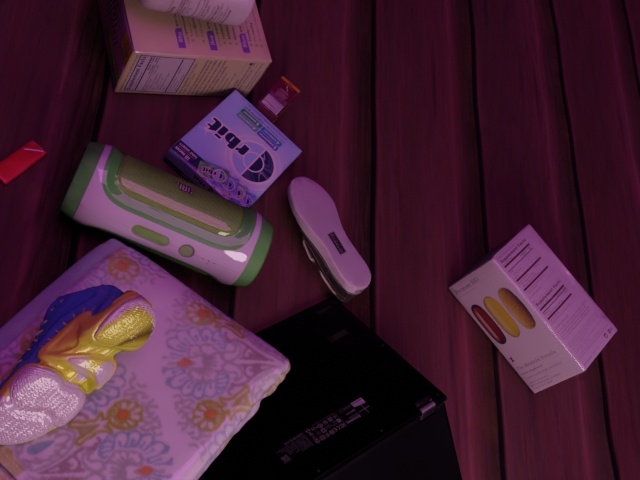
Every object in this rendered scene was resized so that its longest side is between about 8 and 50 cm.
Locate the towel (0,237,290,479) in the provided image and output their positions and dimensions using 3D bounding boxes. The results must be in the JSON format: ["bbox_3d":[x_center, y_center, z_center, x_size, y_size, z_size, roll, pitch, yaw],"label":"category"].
[{"bbox_3d":[-0.271,0.198,1.104,0.320,0.090,0.374,36,55,10],"label":"towel"}]

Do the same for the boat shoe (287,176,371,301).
[{"bbox_3d":[0.000,0.000,1.412,0.078,0.070,0.219,-18,73,-37],"label":"boat shoe"}]

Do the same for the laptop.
[{"bbox_3d":[-0.007,0.347,1.263,0.382,0.236,0.408,-23,50,-36],"label":"laptop"}]

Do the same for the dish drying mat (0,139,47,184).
[{"bbox_3d":[-0.443,-0.116,1.261,0.032,0.008,0.083,45,52,-3],"label":"dish drying mat"}]

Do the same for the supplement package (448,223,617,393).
[{"bbox_3d":[0.373,0.121,1.519,0.244,0.139,0.134,51,52,4],"label":"supplement package"}]

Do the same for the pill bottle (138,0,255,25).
[{"bbox_3d":[-0.220,-0.413,1.317,0.229,0.131,0.131,5,63,-28],"label":"pill bottle"}]

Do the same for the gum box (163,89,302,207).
[{"bbox_3d":[-0.142,-0.142,1.425,0.157,0.041,0.184,43,53,-4],"label":"gum box"}]

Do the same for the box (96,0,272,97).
[{"bbox_3d":[-0.233,-0.363,1.441,0.243,0.117,0.213,-3,68,-32],"label":"box"}]

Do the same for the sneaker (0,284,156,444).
[{"bbox_3d":[-0.315,0.141,1.042,0.240,0.126,0.091,-37,127,-18],"label":"sneaker"}]

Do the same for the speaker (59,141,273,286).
[{"bbox_3d":[-0.224,-0.036,1.271,0.296,0.131,0.131,24,56,-17],"label":"speaker"}]

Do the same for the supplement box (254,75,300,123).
[{"bbox_3d":[-0.081,-0.239,1.501,0.043,0.055,0.083,40,54,-5],"label":"supplement box"}]
